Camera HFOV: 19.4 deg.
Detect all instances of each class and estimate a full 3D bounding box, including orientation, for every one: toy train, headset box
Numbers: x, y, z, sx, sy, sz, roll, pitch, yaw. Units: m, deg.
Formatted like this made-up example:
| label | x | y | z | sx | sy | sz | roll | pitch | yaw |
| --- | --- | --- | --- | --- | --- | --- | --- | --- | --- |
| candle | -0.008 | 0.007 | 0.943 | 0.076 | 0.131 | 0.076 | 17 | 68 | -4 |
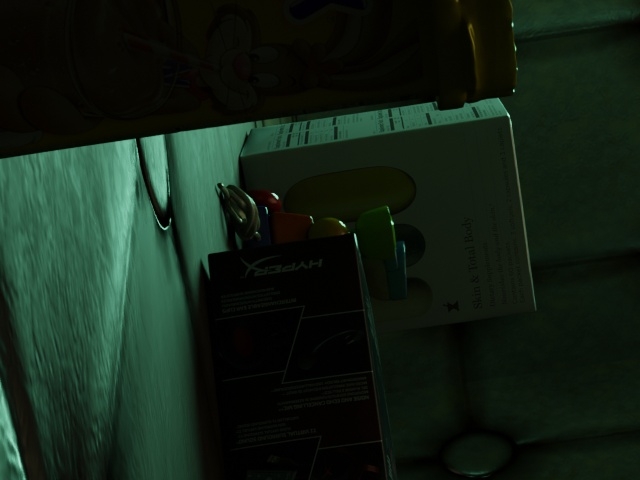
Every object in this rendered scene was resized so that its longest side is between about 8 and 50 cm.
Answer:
| label | x | y | z | sx | sy | sz | roll | pitch | yaw |
| --- | --- | --- | --- | --- | --- | --- | --- | --- | --- |
| toy train | 0.000 | 0.000 | 1.592 | 0.248 | 0.143 | 0.105 | 78 | 4 | -67 |
| headset box | -0.001 | 0.170 | 1.338 | 0.218 | 0.110 | 0.293 | 75 | 7 | -72 |

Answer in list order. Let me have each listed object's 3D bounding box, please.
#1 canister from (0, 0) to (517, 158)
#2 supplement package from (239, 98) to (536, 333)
| label | x | y | z | sx | sy | sz | roll | pitch | yaw |
| --- | --- | --- | --- | --- | --- | --- | --- | --- | --- |
| canister | -0.035 | -0.092 | 0.558 | 0.073 | 0.170 | 0.126 | 45 | 36 | -87 |
| supplement package | 0.067 | -0.023 | 1.886 | 0.198 | 0.262 | 0.199 | -85 | 167 | -79 |
